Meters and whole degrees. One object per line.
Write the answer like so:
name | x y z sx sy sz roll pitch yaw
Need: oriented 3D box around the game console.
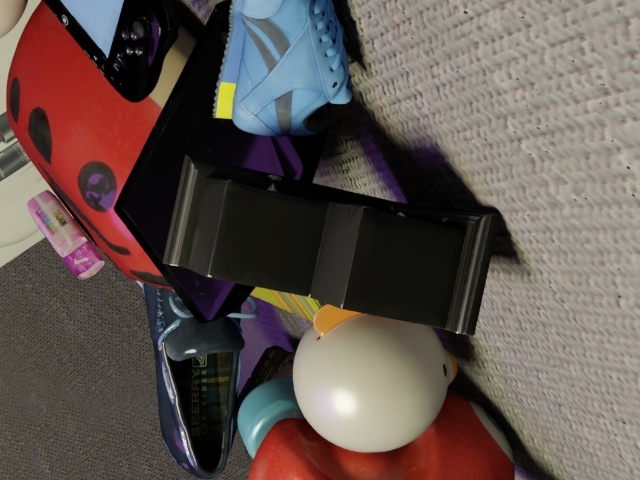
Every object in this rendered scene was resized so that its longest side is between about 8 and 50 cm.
game console | -0.135 -0.129 1.006 0.361 0.044 0.213 51 133 19

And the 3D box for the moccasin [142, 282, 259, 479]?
moccasin | -0.130 0.114 1.613 0.117 0.137 0.342 -151 52 -67

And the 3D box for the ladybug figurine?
ladybug figurine | -0.167 -0.086 1.244 0.449 0.162 0.305 36 158 58

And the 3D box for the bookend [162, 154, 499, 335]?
bookend | 0.000 0.000 0.819 0.157 0.072 0.156 12 180 -16

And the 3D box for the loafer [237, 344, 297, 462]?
loafer | -0.009 0.205 1.619 0.130 0.134 0.366 29 -178 -9

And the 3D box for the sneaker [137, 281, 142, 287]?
sneaker | -0.219 0.006 1.866 0.296 0.104 0.147 65 171 -25

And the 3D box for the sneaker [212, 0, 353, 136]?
sneaker | -0.012 -0.126 0.784 0.082 0.069 0.209 16 153 -1

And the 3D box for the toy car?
toy car | 0.056 0.121 1.015 0.219 0.210 0.238 -118 30 -53

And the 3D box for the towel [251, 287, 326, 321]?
towel | -0.073 0.024 1.414 0.237 0.021 0.102 19 148 54

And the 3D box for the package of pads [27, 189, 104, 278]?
package of pads | -0.239 -0.005 1.276 0.083 0.032 0.050 46 170 38

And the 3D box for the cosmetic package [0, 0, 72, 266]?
cosmetic package | -0.358 -0.164 1.494 0.097 0.284 0.377 43 165 39

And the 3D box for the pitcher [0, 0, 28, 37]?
pitcher | -0.309 -0.238 1.229 0.177 0.126 0.207 12 178 0
